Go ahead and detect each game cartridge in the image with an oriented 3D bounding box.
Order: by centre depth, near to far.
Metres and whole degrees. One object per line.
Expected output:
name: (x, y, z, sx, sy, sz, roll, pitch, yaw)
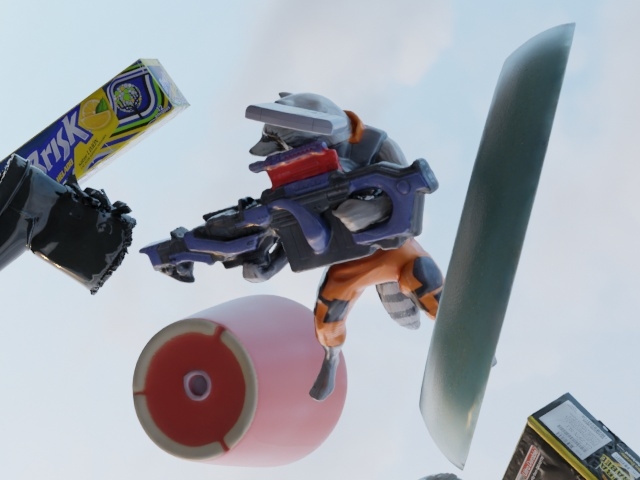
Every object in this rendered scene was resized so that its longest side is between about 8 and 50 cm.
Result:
game cartridge: (-0.023, -0.110, 1.029, 0.056, 0.083, 0.017, -38, 139, -69)

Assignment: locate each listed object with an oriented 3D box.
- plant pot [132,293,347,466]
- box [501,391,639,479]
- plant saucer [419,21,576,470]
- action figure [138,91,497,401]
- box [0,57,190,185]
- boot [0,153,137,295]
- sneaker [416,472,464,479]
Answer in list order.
plant pot: (-0.128, 0.207, 1.653, 0.275, 0.243, 0.274, -2, -94, 21)
box: (0.299, 0.364, 1.268, 0.257, 0.079, 0.322, 43, -39, 29)
plant saucer: (0.119, 0.001, 0.802, 0.317, 0.044, 0.317, 13, 90, -81)
action figure: (0.000, 0.000, 1.185, 0.341, 0.330, 0.178, -6, -154, 28)
box: (-0.201, -0.090, 1.001, 0.169, 0.054, 0.059, -35, -177, 11)
boot: (-0.194, 0.007, 0.797, 0.121, 0.099, 0.045, -57, -160, 11)
sneaker: (0.150, 0.315, 1.044, 0.090, 0.094, 0.235, -29, -131, -11)
